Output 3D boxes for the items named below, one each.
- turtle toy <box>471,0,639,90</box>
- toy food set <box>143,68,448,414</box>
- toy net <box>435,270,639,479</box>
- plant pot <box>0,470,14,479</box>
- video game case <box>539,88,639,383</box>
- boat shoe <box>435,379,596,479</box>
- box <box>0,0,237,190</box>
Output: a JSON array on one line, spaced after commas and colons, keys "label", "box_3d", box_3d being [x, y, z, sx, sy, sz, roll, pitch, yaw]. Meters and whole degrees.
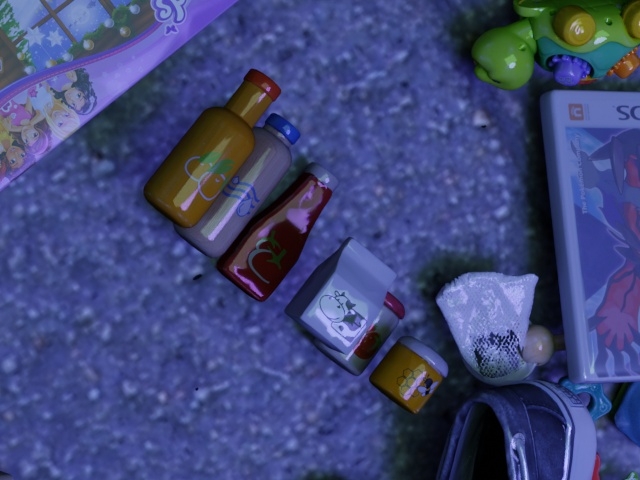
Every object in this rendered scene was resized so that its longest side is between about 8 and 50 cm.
[{"label": "turtle toy", "box_3d": [0.163, -0.137, 1.247, 0.130, 0.095, 0.066, -8, 118, -17]}, {"label": "toy food set", "box_3d": [0.000, 0.000, 1.185, 0.232, 0.111, 0.104, 39, 82, -14]}, {"label": "toy net", "box_3d": [0.164, 0.101, 1.287, 0.232, 0.045, 0.122, 33, 98, -15]}, {"label": "plant pot", "box_3d": [-0.233, 0.189, 1.133, 0.096, 0.109, 0.109, -20, 100, -29]}, {"label": "video game case", "box_3d": [0.244, -0.005, 1.279, 0.183, 0.023, 0.201, -1, 80, -23]}, {"label": "boat shoe", "box_3d": [0.105, 0.241, 1.215, 0.102, 0.108, 0.301, 1, 103, -48]}, {"label": "box", "box_3d": [-0.166, -0.187, 1.144, 0.293, 0.057, 0.201, -41, 106, -11]}]
